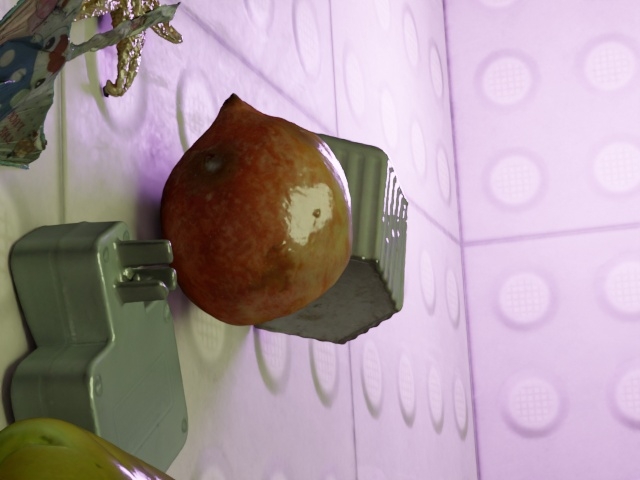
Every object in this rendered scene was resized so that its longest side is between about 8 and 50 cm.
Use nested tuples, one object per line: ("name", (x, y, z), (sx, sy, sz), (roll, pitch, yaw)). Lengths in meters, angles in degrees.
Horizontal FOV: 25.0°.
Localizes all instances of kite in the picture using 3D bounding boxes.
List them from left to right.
("kite", (-0.229, -0.149, 1.214), (0.314, 0.335, 0.011), (-34, 76, -37))

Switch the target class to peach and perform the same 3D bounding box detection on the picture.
("peach", (-0.078, -0.038, 1.637), (0.232, 0.232, 0.257), (-44, 116, -70))

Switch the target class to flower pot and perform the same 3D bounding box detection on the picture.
("flower pot", (0.000, 0.000, 1.888), (0.239, 0.209, 0.190), (66, 24, -48))

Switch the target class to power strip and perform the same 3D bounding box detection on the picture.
("power strip", (-0.188, 0.113, 1.351), (0.229, 0.141, 0.261), (-51, 135, -69))

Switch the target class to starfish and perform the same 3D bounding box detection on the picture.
("starfish", (-0.222, -0.277, 1.534), (0.295, 0.048, 0.231), (65, 24, -44))

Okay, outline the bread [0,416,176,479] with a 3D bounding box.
("bread", (-0.171, 0.302, 1.136), (0.251, 0.208, 0.376), (-61, 149, -14))
